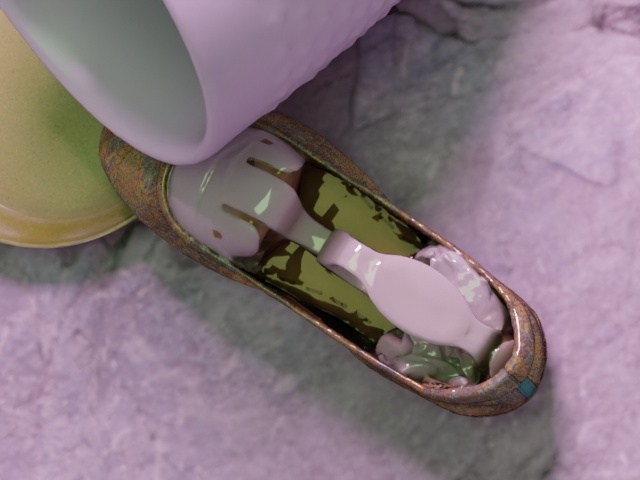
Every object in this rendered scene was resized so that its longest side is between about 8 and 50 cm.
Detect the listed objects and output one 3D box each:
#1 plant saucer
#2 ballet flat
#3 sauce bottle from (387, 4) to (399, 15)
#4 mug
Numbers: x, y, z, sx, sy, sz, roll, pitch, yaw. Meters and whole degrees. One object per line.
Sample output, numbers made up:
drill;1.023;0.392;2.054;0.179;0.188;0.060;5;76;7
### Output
plant saucer;-0.191;-0.112;1.390;0.241;0.037;0.241;-1;84;11
ballet flat;0.000;0.000;1.277;0.348;0.123;0.123;34;92;6
sauce bottle;-0.006;-0.142;1.352;0.128;0.042;0.042;-26;79;7
mug;-0.067;-0.291;1.226;0.328;0.276;0.374;-40;106;-20
